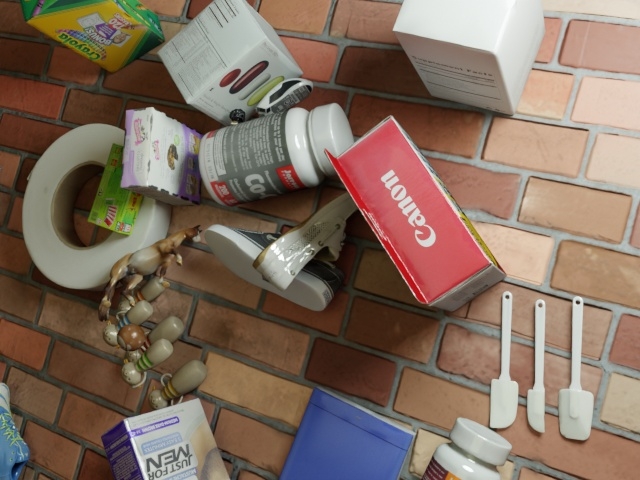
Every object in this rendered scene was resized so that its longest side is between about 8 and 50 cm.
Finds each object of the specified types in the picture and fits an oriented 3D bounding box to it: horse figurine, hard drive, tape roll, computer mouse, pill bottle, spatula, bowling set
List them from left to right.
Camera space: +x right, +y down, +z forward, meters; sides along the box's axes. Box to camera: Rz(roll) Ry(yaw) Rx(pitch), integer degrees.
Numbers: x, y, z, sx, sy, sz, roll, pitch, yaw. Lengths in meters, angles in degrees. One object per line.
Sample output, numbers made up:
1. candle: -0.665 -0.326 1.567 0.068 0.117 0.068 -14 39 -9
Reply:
1. tape roll: -0.525 -0.077 1.508 0.391 0.072 0.392 -4 81 22
2. bowling set: -0.388 0.212 1.347 0.154 0.200 0.287 -37 67 14
3. horse figurine: -0.367 0.061 1.354 0.263 0.066 0.174 -31 31 5
4. computer mouse: -0.104 -0.290 1.365 0.193 0.106 0.042 -31 75 6
5. pill bottle: -0.085 -0.171 1.295 0.283 0.161 0.161 -11 78 20
6. hard drive: 0.025 0.467 1.220 0.210 0.040 0.319 21 90 23
7. pill bottle: 0.231 0.424 1.100 0.121 0.121 0.221 26 92 23
8. spatula: 0.386 0.214 1.129 0.168 0.019 0.242 1 81 28

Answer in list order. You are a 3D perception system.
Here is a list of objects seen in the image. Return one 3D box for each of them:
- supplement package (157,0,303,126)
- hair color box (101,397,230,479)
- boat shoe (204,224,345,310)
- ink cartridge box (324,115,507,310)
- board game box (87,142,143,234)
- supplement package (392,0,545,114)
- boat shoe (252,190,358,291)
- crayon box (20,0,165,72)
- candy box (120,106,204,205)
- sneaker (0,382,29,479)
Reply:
1. supplement package: -0.182 -0.368 1.346 0.203 0.194 0.149 -37 71 14
2. hair color box: -0.269 0.494 1.246 0.110 0.185 0.339 -36 70 34
3. boat shoe: -0.092 0.032 1.304 0.301 0.108 0.102 24 51 22
4. ink cartridge box: 0.168 -0.043 1.115 0.130 0.272 0.309 -36 71 14
5. board game box: -0.434 -0.112 1.414 0.092 0.043 0.181 17 89 23
6. supplement package: 0.265 -0.360 1.112 0.175 0.293 0.178 21 89 23
7. boat shoe: 0.000 0.000 1.228 0.277 0.098 0.096 -38 85 -27
8. crayon box: -0.501 -0.496 1.448 0.165 0.278 0.081 -25 73 17
9. candy box: -0.331 -0.172 1.376 0.070 0.196 0.165 -1 81 22
10. sneaker: -0.730 0.458 1.515 0.126 0.091 0.240 6 83 4
